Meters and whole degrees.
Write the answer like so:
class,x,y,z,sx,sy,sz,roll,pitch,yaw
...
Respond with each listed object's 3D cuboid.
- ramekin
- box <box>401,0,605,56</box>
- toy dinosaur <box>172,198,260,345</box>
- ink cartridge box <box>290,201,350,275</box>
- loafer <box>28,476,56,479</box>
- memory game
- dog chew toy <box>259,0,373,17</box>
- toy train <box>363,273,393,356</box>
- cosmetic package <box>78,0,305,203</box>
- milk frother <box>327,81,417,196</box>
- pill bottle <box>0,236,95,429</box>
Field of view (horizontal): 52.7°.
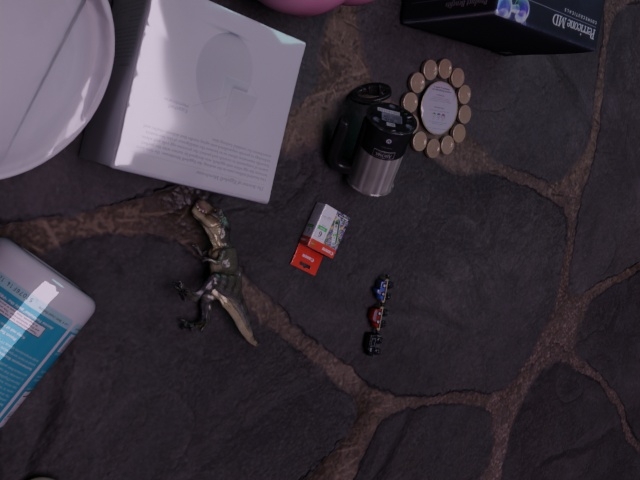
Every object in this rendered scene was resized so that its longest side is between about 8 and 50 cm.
class,x,y,z,sx,sy,sz,roll,pitch,yaw
ramekin,-0.358,-0.204,0.656,0.273,0.127,0.273,-40,150,-29
box,0.336,-0.544,1.102,0.293,0.212,0.396,0,101,-38
toy dinosaur,-0.159,0.078,0.970,0.118,0.064,0.268,-32,121,-35
ink cartridge box,0.000,0.000,1.089,0.063,0.029,0.115,28,83,-38
loafer,-0.437,0.420,0.816,0.268,0.092,0.102,-43,123,-21
memory game,0.218,-0.246,1.208,0.186,0.012,0.186,-10,106,-35
dog chew toy,0.033,-0.427,0.915,0.331,0.206,0.207,-19,112,-41
toy train,0.105,0.140,1.205,0.036,0.027,0.158,7,97,-27
cosmetic package,-0.167,-0.184,0.851,0.224,0.138,0.225,12,92,-38
milk frother,0.089,-0.175,1.080,0.143,0.129,0.135,-60,171,-45
pill bottle,-0.398,0.137,0.745,0.264,0.146,0.146,-54,126,-15
